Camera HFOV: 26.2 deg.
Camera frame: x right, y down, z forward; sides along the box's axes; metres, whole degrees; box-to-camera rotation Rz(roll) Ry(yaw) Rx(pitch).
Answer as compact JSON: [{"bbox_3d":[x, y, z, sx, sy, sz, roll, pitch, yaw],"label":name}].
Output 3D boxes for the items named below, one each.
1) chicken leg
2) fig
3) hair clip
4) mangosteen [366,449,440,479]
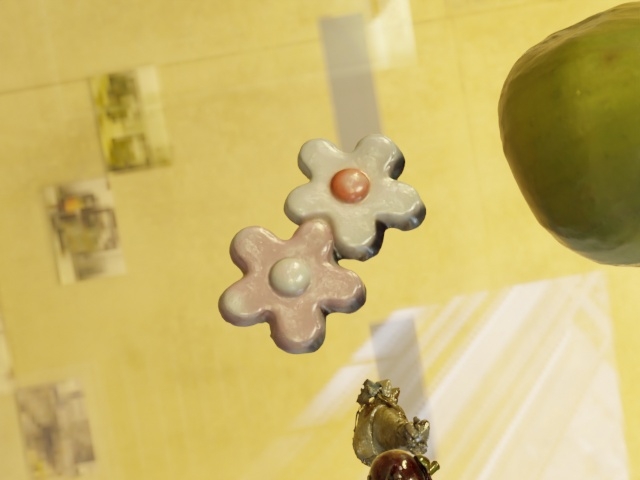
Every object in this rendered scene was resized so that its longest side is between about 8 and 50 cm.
[{"bbox_3d":[0.101,0.286,2.065,0.196,0.080,0.125,-130,-123,-68],"label":"chicken leg"},{"bbox_3d":[0.394,-0.137,1.655,0.343,0.343,0.343,170,-90,-88],"label":"fig"},{"bbox_3d":[0.002,-0.003,1.366,0.257,0.146,0.075,-52,177,-31],"label":"hair clip"},{"bbox_3d":[0.090,0.275,1.540,0.081,0.081,0.081,170,-90,-88],"label":"mangosteen"}]
